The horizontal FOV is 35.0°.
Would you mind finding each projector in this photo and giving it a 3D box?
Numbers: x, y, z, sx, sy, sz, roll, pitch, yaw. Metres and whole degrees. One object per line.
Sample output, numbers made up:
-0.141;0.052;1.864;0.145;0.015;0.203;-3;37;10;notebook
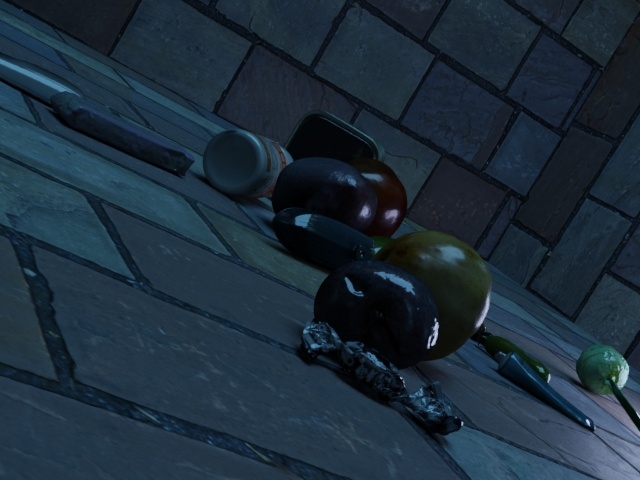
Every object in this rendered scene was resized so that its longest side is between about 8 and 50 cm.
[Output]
0.027;-0.212;2.822;0.249;0.248;0.249;31;7;3;projector

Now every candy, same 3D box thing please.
0.073;0.167;1.239;0.226;0.051;0.094;31;10;5;candy
0.670;0.356;2.255;0.119;0.119;0.440;29;16;-11;candy

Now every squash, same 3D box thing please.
0.387;0.236;2.031;0.183;0.052;0.052;34;7;41;squash

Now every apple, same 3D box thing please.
0.091;-0.090;2.402;0.234;0.234;0.234;30;7;-4;apple

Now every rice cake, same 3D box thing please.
-0.373;-0.203;1.948;0.298;0.050;0.106;25;10;-42;rice cake

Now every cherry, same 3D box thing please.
0.009;-0.078;2.068;0.213;0.183;0.266;15;-18;-18;cherry
0.078;0.101;1.349;0.176;0.140;0.176;20;-4;1;cherry

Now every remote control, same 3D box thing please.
-0.588;-0.331;1.939;0.313;0.055;0.109;28;8;-18;remote control

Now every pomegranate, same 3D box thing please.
0.159;0.085;1.556;0.207;0.207;0.207;30;7;-4;pomegranate

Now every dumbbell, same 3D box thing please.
0.355;0.210;2.125;0.083;0.040;0.036;34;-22;25;dumbbell

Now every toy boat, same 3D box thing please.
0.000;0.000;1.909;0.246;0.093;0.103;24;-10;-41;toy boat

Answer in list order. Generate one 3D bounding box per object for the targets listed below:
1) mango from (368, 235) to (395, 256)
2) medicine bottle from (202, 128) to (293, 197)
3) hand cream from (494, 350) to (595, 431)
0.154;0.058;2.087;0.251;0.114;0.156;11;26;-44;mango
-0.151;-0.163;2.214;0.144;0.144;0.252;32;6;11;medicine bottle
0.424;0.283;1.921;0.224;0.048;0.083;37;8;4;hand cream
